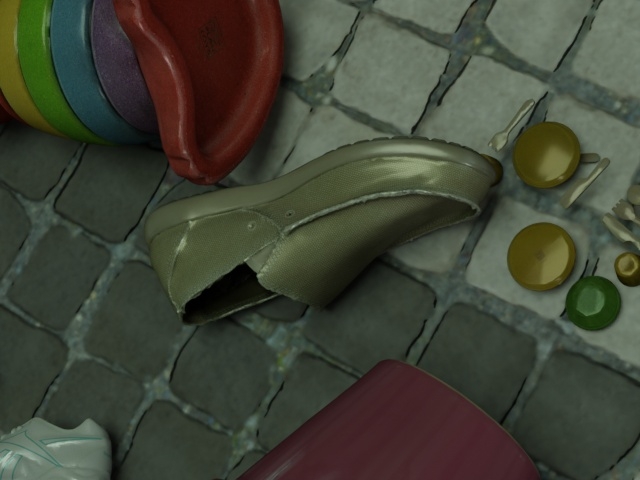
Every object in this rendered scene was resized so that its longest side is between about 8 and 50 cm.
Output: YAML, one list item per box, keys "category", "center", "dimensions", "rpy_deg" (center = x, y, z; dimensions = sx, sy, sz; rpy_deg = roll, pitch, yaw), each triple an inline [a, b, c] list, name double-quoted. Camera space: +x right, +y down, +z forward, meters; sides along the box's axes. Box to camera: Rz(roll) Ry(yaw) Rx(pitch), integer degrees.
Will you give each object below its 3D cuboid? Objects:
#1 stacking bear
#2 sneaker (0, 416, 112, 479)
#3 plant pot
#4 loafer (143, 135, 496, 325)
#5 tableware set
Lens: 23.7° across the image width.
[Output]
- category: "stacking bear"
  center: [-0.188, -0.143, 1.153]
  dimensions: [0.289, 0.175, 0.164]
  rpy_deg: [0, 30, 33]
- category: "sneaker"
  center: [-0.222, 0.165, 1.127]
  dimensions: [0.152, 0.054, 0.061]
  rpy_deg: [-5, 62, 14]
- category: "plant pot"
  center: [0.034, 0.182, 0.946]
  dimensions: [0.201, 0.201, 0.180]
  rpy_deg: [32, 71, 27]
- category: "loafer"
  center: [0.000, 0.000, 1.064]
  dimensions: [0.268, 0.102, 0.092]
  rpy_deg: [-15, 69, 27]
- category: "tableware set"
  center: [0.163, -0.016, 1.042]
  dimensions: [0.104, 0.024, 0.154]
  rpy_deg: [-48, 64, 5]
